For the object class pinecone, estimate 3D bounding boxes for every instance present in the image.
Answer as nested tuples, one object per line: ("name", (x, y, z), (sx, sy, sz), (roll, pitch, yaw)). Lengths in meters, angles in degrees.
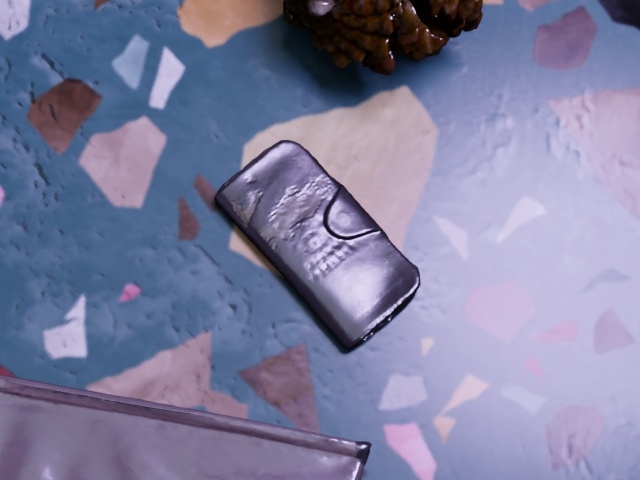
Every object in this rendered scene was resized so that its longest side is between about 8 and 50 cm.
("pinecone", (0.055, -0.202, 1.343), (0.174, 0.173, 0.173), (0, 77, -2))

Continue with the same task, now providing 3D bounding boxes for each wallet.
("wallet", (0.000, 0.000, 1.359), (0.082, 0.018, 0.156), (-39, 80, -10))

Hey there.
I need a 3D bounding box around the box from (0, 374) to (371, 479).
("box", (-0.111, 0.190, 1.225), (0.252, 0.188, 0.153), (12, 76, -1))
